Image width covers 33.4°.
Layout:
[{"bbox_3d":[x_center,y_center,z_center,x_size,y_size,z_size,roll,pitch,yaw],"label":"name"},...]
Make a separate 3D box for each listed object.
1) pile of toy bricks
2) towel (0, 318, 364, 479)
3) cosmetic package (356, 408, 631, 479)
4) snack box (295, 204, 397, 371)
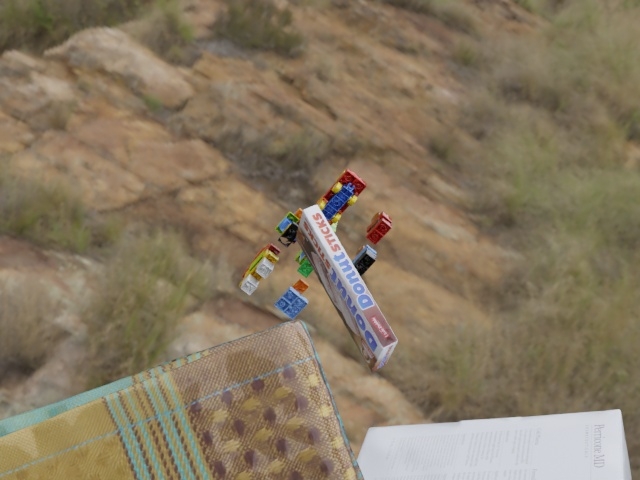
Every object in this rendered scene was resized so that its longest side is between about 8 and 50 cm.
[{"bbox_3d":[0.000,0.000,1.364,0.118,0.212,0.105,39,20,-11],"label":"pile of toy bricks"},{"bbox_3d":[-0.131,0.220,0.501,0.040,0.370,0.271,-3,72,-79],"label":"towel"},{"bbox_3d":[0.154,0.303,1.024,0.377,0.284,0.097,-56,134,-64],"label":"cosmetic package"},{"bbox_3d":[0.026,0.050,1.143,0.022,0.064,0.178,-22,67,-21],"label":"snack box"}]
